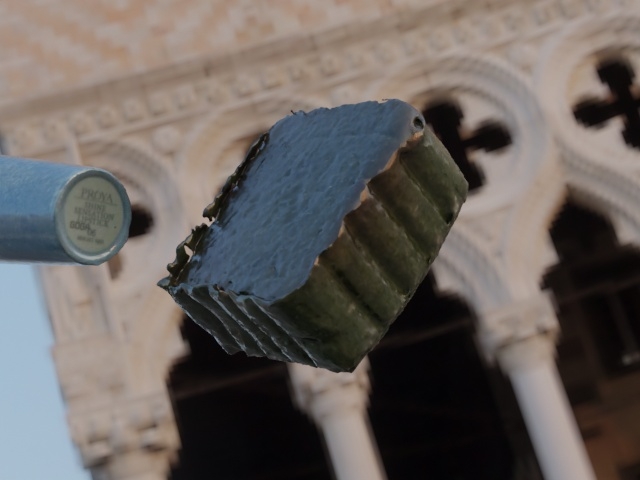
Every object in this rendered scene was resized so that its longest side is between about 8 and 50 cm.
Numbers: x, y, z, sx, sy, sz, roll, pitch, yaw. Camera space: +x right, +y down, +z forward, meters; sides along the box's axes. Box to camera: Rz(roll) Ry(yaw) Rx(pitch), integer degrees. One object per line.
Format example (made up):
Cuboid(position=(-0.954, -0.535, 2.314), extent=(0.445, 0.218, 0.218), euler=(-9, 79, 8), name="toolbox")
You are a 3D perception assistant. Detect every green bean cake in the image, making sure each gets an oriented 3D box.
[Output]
Cuboid(position=(0.000, 0.000, 1.298), extent=(0.094, 0.173, 0.181), euler=(45, -23, -27), name="green bean cake")

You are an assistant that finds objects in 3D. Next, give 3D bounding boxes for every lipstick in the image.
Cuboid(position=(-0.230, -0.022, 1.212), extent=(0.274, 0.068, 0.061), euler=(4, -30, 44), name="lipstick")
